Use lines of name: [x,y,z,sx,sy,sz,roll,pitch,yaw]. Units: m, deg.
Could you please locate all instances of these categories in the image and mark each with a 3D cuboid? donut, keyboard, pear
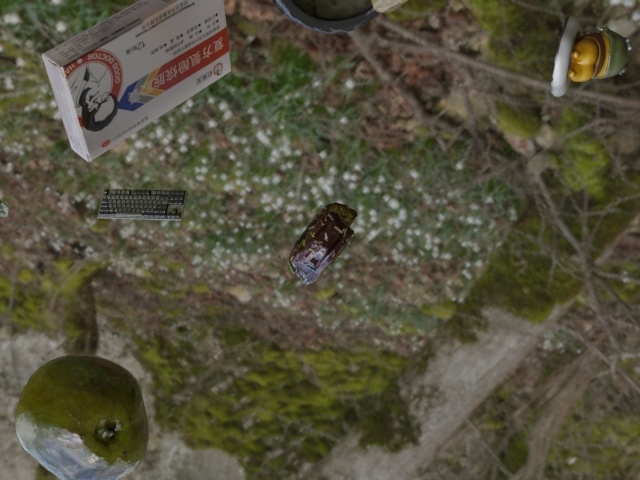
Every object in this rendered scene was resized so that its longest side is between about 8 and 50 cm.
donut: [0.000,0.001,2.061,0.096,0.216,0.230,36,-150,-9]
keyboard: [-0.257,-0.052,1.206,0.015,0.129,0.049,75,-160,-58]
pear: [-0.474,0.360,1.684,0.269,0.269,0.321,45,159,-29]

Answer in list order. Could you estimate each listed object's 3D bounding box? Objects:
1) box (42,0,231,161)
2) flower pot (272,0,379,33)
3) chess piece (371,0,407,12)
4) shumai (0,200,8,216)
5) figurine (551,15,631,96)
box: [-0.314,-0.318,1.497,0.069,0.353,0.214,37,149,27]
flower pot: [0.002,-0.546,1.512,0.266,0.266,0.267,44,-165,-37]
chess piece: [0.082,-0.468,1.128,0.137,0.137,0.301,-61,-41,-86]
shumai: [-0.576,-0.045,1.425,0.080,0.083,0.082,6,-134,-20]
figurine: [0.566,-0.371,1.737,0.141,0.167,0.250,13,-151,17]
